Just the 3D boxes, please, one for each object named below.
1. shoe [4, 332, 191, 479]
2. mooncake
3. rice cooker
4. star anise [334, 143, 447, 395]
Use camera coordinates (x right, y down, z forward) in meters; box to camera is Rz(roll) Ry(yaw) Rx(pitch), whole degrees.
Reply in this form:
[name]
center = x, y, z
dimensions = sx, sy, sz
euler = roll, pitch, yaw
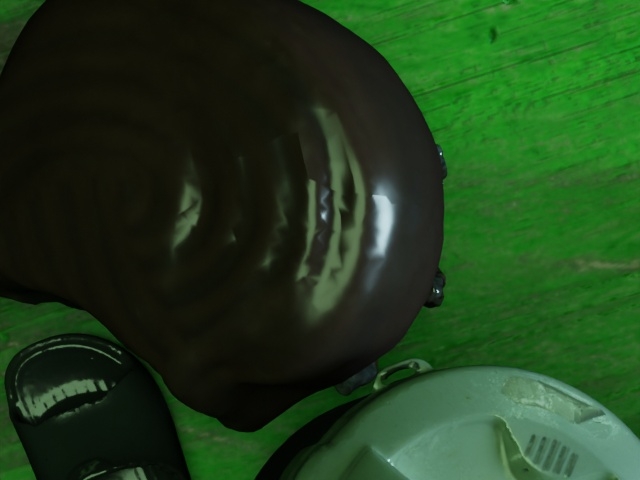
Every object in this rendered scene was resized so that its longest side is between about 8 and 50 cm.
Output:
[shoe]
center = -0.148, 0.178, 1.438
dimensions = 0.108, 0.093, 0.241
euler = -26, 90, 3
[mooncake]
center = -0.094, -0.033, 1.329
dimensions = 0.334, 0.174, 0.326
euler = -31, 74, 17
[rice cooker]
center = 0.088, 0.227, 1.297
dimensions = 0.288, 0.277, 0.288
euler = 2, 80, -14
[star anise]
center = 0.001, -0.001, 1.429
dimensions = 0.236, 0.109, 0.223
euler = -47, 65, 14
